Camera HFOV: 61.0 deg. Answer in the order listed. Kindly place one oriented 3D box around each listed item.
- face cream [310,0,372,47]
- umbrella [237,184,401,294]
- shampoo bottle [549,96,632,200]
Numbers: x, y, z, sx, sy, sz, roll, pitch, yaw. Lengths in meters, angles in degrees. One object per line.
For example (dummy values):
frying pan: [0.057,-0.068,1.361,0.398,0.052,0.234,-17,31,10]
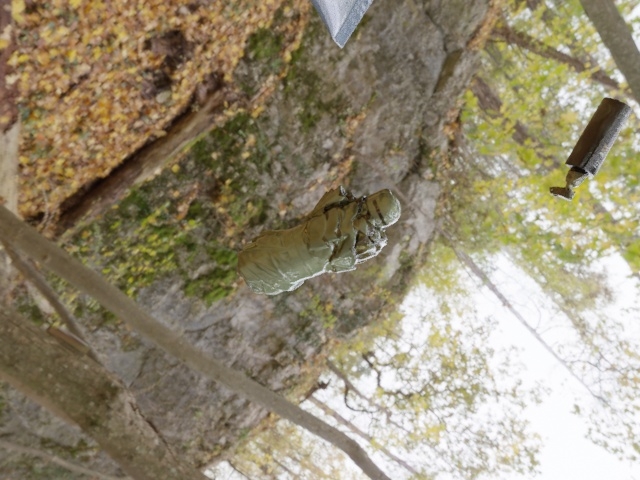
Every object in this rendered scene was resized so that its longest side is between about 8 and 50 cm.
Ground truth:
face cream: [-0.016,-0.287,0.430,0.086,0.385,0.135,39,-79,22]
umbrella: [0.000,0.000,0.449,0.144,0.067,0.062,-27,180,15]
shampoo bottle: [0.526,-0.175,1.066,0.207,0.057,0.063,-62,-156,9]
